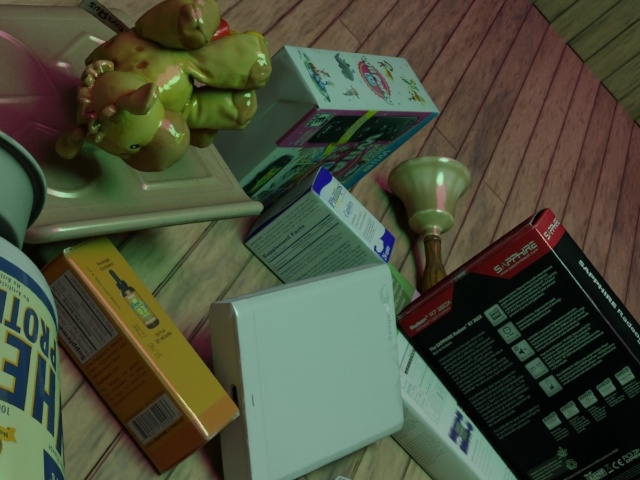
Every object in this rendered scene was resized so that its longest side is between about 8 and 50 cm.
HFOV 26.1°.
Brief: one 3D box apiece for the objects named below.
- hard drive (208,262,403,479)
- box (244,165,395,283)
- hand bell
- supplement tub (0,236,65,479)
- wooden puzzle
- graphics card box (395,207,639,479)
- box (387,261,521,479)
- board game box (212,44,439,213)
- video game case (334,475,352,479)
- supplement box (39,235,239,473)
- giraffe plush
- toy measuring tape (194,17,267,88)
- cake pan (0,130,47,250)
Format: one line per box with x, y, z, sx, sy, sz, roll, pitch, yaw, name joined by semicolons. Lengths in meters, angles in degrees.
-0.008;0.145;1.521;0.307;0.040;0.203;-12;98;-56;hard drive
0.000;0.000;1.724;0.137;0.126;0.072;45;30;-13;box
0.164;0.010;2.016;0.126;0.126;0.242;28;49;-37;hand bell
-0.297;0.166;0.967;0.235;0.235;0.325;28;36;-38;supplement tub
-0.269;-0.122;1.474;0.322;0.080;0.348;-9;54;-49;wooden puzzle
0.300;0.170;1.739;0.371;0.233;0.094;52;27;0;graphics card box
0.143;0.190;1.790;0.322;0.058;0.232;48;28;-10;box
-0.016;-0.135;1.757;0.097;0.224;0.303;57;29;14;board game box
0.035;0.297;1.494;0.087;0.011;0.122;18;21;18;video game case
-0.187;0.110;1.370;0.233;0.080;0.078;54;27;2;supplement box
-0.172;-0.144;1.380;0.210;0.181;0.170;24;41;-6;giraffe plush
-0.189;-0.205;1.740;0.121;0.121;0.330;53;45;3;toy measuring tape
-0.358;-0.020;1.056;0.293;0.293;0.054;22;54;-43;cake pan
